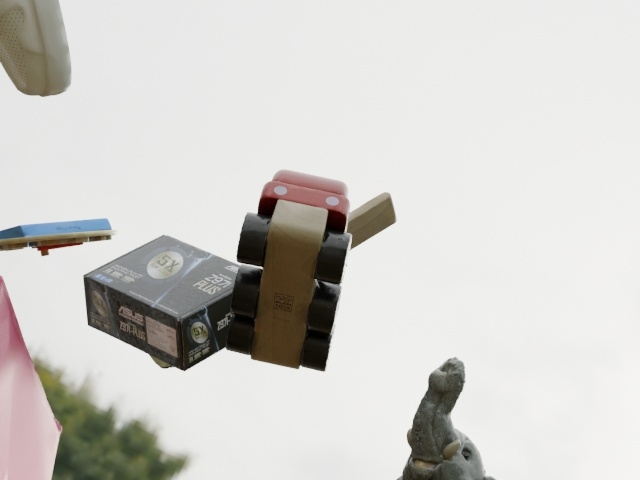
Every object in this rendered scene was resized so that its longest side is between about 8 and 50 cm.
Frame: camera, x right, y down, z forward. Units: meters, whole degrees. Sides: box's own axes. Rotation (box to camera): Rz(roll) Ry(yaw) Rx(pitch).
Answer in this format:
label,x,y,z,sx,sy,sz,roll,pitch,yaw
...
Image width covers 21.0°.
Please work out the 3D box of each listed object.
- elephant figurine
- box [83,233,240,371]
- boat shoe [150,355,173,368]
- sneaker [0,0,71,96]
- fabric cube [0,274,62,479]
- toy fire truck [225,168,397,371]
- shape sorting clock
label,x,y,z,sx,sy,sz,roll,pitch,yaw
elephant figurine,0.125,0.280,1.824,0.169,0.239,0.186,34,-24,7
box,-0.185,0.075,2.181,0.180,0.147,0.077,22,-54,37
boat shoe,-0.237,0.120,2.411,0.133,0.049,0.042,60,4,14
sneaker,-0.322,-0.232,1.410,0.108,0.169,0.292,8,-59,59
fabric cube,-0.430,0.219,1.758,0.259,0.258,0.254,-5,-48,9
toy fire truck,0.000,0.000,1.962,0.158,0.246,0.217,11,-47,3
shape sorting clock,-0.383,0.001,2.381,0.206,0.040,0.206,-8,-3,0
